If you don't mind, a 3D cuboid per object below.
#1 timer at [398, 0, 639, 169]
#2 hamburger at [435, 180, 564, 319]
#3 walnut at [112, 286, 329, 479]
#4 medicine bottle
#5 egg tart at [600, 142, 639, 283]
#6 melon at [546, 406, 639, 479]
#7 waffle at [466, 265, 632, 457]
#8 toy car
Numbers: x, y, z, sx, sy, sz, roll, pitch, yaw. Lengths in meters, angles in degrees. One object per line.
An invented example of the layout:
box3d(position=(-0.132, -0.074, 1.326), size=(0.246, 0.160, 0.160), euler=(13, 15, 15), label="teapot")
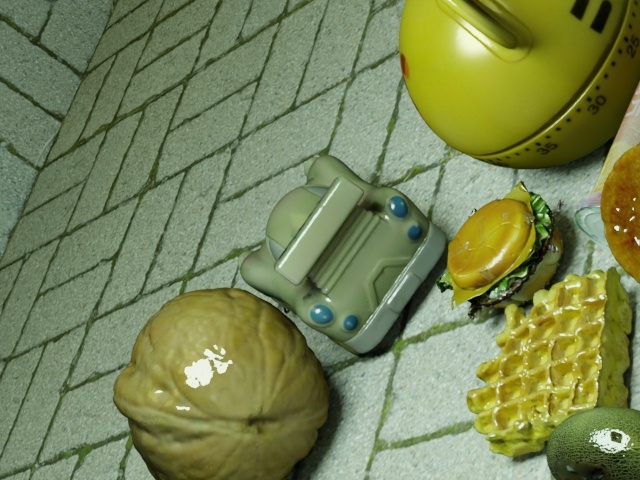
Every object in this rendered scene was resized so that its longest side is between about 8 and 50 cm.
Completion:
box3d(position=(0.242, -0.282, 1.782), size=(0.376, 0.387, 0.376), euler=(-39, 33, 31), label="timer")
box3d(position=(0.235, 0.022, 1.762), size=(0.189, 0.093, 0.164), euler=(-28, 35, 38), label="hamburger")
box3d(position=(-0.143, 0.217, 1.937), size=(0.333, 0.333, 0.333), euler=(-38, 31, 28), label="walnut")
box3d(position=(0.435, -0.186, 1.679), size=(0.108, 0.108, 0.426), euler=(-6, 52, 55), label="medicine bottle")
box3d(position=(0.404, -0.036, 1.426), size=(0.215, 0.170, 0.215), euler=(20, 115, 53), label="egg tart")
box3d(position=(0.305, 0.220, 1.417), size=(0.162, 0.099, 0.099), euler=(-13, 48, 51), label="melon")
box3d(position=(0.263, 0.143, 1.617), size=(0.219, 0.057, 0.229), euler=(-28, 36, 40), label="waffle")
box3d(position=(0.000, 0.000, 2.012), size=(0.242, 0.226, 0.336), euler=(-55, 29, -2), label="toy car")
